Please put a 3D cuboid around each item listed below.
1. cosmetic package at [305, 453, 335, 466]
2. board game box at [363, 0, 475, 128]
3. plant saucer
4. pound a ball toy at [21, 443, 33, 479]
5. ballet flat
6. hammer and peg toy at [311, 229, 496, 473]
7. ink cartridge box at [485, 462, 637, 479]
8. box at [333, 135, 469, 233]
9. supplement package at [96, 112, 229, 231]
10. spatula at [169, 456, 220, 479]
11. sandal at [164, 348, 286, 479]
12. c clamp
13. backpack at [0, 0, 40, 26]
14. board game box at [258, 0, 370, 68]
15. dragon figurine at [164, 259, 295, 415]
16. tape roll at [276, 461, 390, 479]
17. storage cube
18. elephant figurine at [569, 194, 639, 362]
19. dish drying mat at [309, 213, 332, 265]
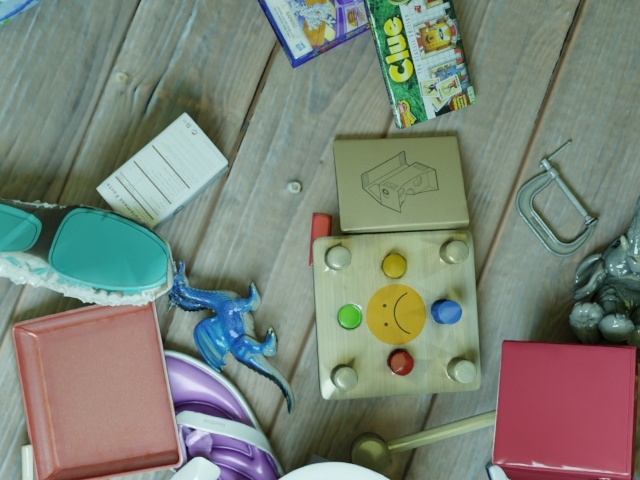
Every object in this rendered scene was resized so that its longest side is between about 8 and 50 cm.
[{"bbox_3d":[0.002,0.456,1.585,0.127,0.107,0.238,34,73,-21],"label":"cosmetic package"},{"bbox_3d":[0.152,-0.315,1.651,0.136,0.030,0.259,-20,113,-5],"label":"board game box"},{"bbox_3d":[-0.331,0.228,1.595,0.259,0.048,0.259,-13,85,20],"label":"plant saucer"},{"bbox_3d":[-0.539,0.338,1.598,0.208,0.136,0.319,-3,87,-29],"label":"pound a ball toy"},{"bbox_3d":[-0.395,0.016,1.579,0.409,0.147,0.146,14,87,12],"label":"ballet flat"},{"bbox_3d":[0.127,0.167,1.632,0.266,0.127,0.361,-4,88,-7],"label":"hammer and peg toy"},{"bbox_3d":[0.399,0.431,1.678,0.224,0.045,0.223,-15,87,-3],"label":"ink cartridge box"},{"bbox_3d":[0.125,-0.089,1.663,0.201,0.021,0.164,-2,62,-4],"label":"box"},{"bbox_3d":[-0.241,-0.096,1.630,0.179,0.105,0.105,-41,93,-4],"label":"supplement package"},{"bbox_3d":[-0.190,0.444,1.599,0.168,0.019,0.242,36,113,-14],"label":"spatula"},{"bbox_3d":[-0.149,0.335,1.615,0.169,0.102,0.416,-40,94,-5],"label":"sandal"},{"bbox_3d":[0.392,-0.060,1.711,0.137,0.022,0.160,-32,89,-5],"label":"c clamp"},{"bbox_3d":[-0.501,-0.475,1.578,0.355,0.273,0.290,-42,97,8],"label":"backpack"},{"bbox_3d":[-0.019,-0.484,1.675,0.233,0.078,0.347,-28,90,-5],"label":"board game box"},{"bbox_3d":[-0.144,0.153,1.633,0.144,0.085,0.289,-23,83,-3],"label":"dragon figurine"},{"bbox_3d":[0.011,0.426,1.437,0.246,0.169,0.246,1,78,-3],"label":"tape roll"},{"bbox_3d":[0.369,0.260,1.567,0.193,0.183,0.214,1,72,18],"label":"storage cube"},{"bbox_3d":[0.480,0.067,1.655,0.169,0.186,0.239,35,55,-35],"label":"elephant figurine"},{"bbox_3d":[0.000,0.000,1.690,0.032,0.008,0.083,5,87,-3],"label":"dish drying mat"}]
